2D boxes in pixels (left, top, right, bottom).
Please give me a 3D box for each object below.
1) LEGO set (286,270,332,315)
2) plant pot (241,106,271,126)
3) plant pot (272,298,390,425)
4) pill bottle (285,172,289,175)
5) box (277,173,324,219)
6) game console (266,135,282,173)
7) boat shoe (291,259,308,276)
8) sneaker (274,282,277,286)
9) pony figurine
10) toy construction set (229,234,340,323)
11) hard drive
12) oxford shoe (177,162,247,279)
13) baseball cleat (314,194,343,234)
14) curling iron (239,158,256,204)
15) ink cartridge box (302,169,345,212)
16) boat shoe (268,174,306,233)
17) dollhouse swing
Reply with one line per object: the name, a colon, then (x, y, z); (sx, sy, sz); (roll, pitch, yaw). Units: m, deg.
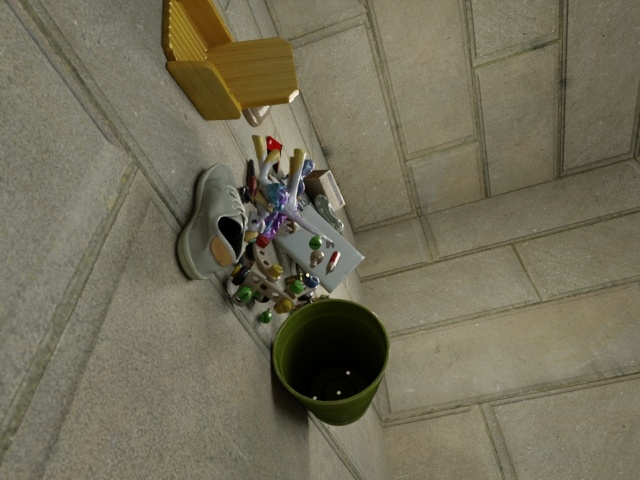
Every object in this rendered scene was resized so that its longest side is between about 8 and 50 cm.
LEGO set: (0.004, 0.268, 1.864); (0.331, 0.192, 0.254); (64, 14, -45)
plant pot: (-0.272, -0.611, 1.939); (0.237, 0.110, 0.237); (-16, 90, -79)
plant pot: (0.052, 0.447, 1.547); (0.352, 0.367, 0.366); (80, 3, -47)
pill bottle: (-0.120, -0.270, 2.303); (0.086, 0.086, 0.151); (-82, 155, -65)
box: (-0.066, -0.110, 2.024); (0.394, 0.097, 0.318); (54, 15, -7)
game console: (-0.225, -0.405, 2.152); (0.124, 0.085, 0.144); (35, 28, -22)
boat shoe: (-0.070, 0.062, 2.042); (0.324, 0.097, 0.116); (-92, 162, -52)
sneaker: (-0.195, 0.099, 1.500); (0.065, 0.061, 0.157); (37, -30, 60)
pony figurine: (-0.131, -0.121, 1.520); (0.351, 0.303, 0.362); (21, 78, -50)
toy construction set: (-0.107, 0.115, 1.283); (0.257, 0.309, 0.237); (64, 17, -13)
hard drive: (-0.005, 0.034, 1.807); (0.307, 0.203, 0.040); (44, -19, 4)
oxford shoe: (-0.252, -0.068, 1.196); (0.449, 0.130, 0.169); (-93, 162, -55)
baseball cleat: (0.036, -0.111, 2.075); (0.205, 0.072, 0.109); (61, -3, 20)
curling iron: (-0.254, -0.223, 1.661); (0.273, 0.035, 0.068); (-92, 163, -51)
ink cartridge box: (-0.018, -0.234, 2.180); (0.088, 0.235, 0.193); (-42, 120, -29)
boat shoe: (-0.140, -0.143, 1.794); (0.096, 0.098, 0.276); (-10, 62, -40)
dollhouse swing: (-0.265, -0.594, 1.413); (0.315, 0.305, 0.346); (58, 21, -59)
